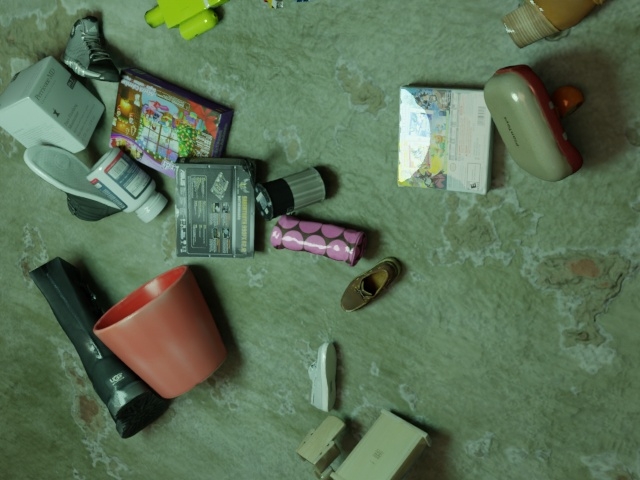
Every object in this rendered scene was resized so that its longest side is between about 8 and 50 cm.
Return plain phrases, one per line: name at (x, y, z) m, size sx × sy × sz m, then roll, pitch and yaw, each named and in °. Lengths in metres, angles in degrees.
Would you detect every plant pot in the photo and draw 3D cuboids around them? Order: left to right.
plant pot at (-0.376, 0.234, 1.848) m, size 0.275 × 0.275 × 0.243 m, roll -23°, pitch 106°, yaw 31°

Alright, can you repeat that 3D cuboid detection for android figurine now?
android figurine at (-0.295, -0.575, 1.644) m, size 0.273 × 0.056 × 0.248 m, roll -14°, pitch 99°, yaw 32°

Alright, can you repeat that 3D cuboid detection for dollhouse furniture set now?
dollhouse furniture set at (0.150, 0.564, 1.788) m, size 0.286 × 0.198 × 0.303 m, roll 22°, pitch 150°, yaw 43°

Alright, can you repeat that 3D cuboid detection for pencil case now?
pencil case at (0.000, 0.000, 1.663) m, size 0.209 × 0.098 × 0.095 m, roll 15°, pitch 68°, yaw 23°

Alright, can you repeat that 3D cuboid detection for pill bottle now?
pill bottle at (-0.466, -0.130, 1.825) m, size 0.108 × 0.108 × 0.180 m, roll -30°, pitch 116°, yaw 32°

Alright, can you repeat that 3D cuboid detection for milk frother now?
milk frother at (-0.086, -0.128, 1.638) m, size 0.129 × 0.135 × 0.143 m, roll -6°, pitch 103°, yaw 63°

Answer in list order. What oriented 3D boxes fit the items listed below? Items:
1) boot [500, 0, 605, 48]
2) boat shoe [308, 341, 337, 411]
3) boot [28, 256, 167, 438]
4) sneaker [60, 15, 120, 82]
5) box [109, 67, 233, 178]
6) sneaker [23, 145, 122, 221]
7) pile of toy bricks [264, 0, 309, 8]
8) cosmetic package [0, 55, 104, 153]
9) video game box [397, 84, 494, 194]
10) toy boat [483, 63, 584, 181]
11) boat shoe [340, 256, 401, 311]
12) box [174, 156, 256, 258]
boot at (0.376, -0.497, 1.285) m, size 0.220 × 0.109 × 0.283 m, roll -28°, pitch 95°, yaw 33°
boat shoe at (0.001, 0.321, 1.789) m, size 0.063 × 0.066 × 0.184 m, roll 10°, pitch 121°, yaw 24°
boot at (-0.600, 0.291, 2.019) m, size 0.445 × 0.146 × 0.367 m, roll 49°, pitch 156°, yaw 17°
sneaker at (-0.540, -0.458, 1.770) m, size 0.229 × 0.086 × 0.132 m, roll 30°, pitch 111°, yaw 38°
box at (-0.359, -0.263, 1.778) m, size 0.293 × 0.057 × 0.200 m, roll 25°, pitch 117°, yaw 18°
sneaker at (-0.617, -0.127, 1.857) m, size 0.147 × 0.296 × 0.104 m, roll -25°, pitch 52°, yaw 37°
pile of toy bricks at (-0.063, -0.583, 1.505) m, size 0.105 × 0.118 × 0.212 m, roll 52°, pitch 144°, yaw 36°
cosmetic package at (-0.659, -0.313, 1.820) m, size 0.151 × 0.151 × 0.183 m, roll -14°, pitch 137°, yaw 30°
video game box at (0.248, -0.201, 1.489) m, size 0.187 × 0.048 × 0.205 m, roll 8°, pitch 110°, yaw 23°
toy boat at (0.410, -0.225, 1.356) m, size 0.151 × 0.151 × 0.231 m, roll -31°, pitch 105°, yaw -6°
boat shoe at (0.101, 0.103, 1.659) m, size 0.064 × 0.060 × 0.178 m, roll 50°, pitch 122°, yaw 5°
box at (-0.241, -0.074, 1.732) m, size 0.183 × 0.056 × 0.231 m, roll 1°, pitch 112°, yaw -4°
